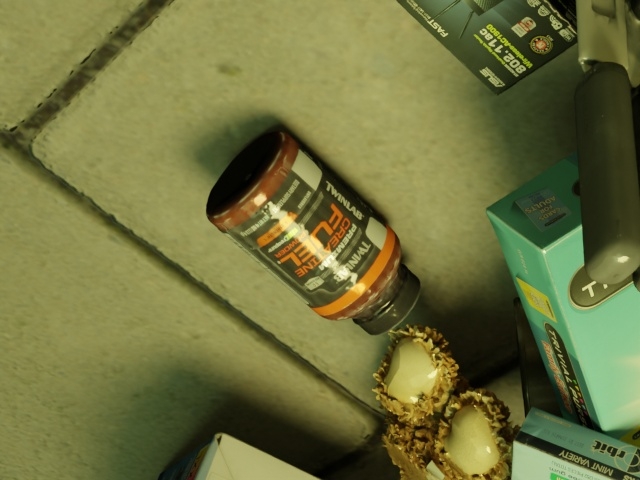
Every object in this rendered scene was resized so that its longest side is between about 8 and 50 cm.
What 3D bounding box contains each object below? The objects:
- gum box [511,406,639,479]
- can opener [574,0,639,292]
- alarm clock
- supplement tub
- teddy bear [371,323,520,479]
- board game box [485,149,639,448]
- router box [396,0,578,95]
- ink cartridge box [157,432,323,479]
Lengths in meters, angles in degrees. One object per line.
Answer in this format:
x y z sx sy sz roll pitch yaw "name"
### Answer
0.231 0.228 1.094 0.157 0.041 0.184 19 142 22 "gum box"
0.222 -0.103 0.928 0.076 0.283 0.095 15 145 -17 "can opener"
0.206 0.131 1.198 0.064 0.192 0.129 -3 167 8 "alarm clock"
0.000 0.000 1.213 0.198 0.106 0.106 41 130 -22 "supplement tub"
0.139 0.203 1.307 0.245 0.113 0.338 33 154 43 "teddy bear"
0.298 0.048 1.083 0.254 0.079 0.336 -33 127 -10 "board game box"
0.132 -0.181 1.048 0.122 0.038 0.092 40 131 -20 "router box"
-0.060 0.353 1.469 0.270 0.151 0.395 27 160 -7 "ink cartridge box"
